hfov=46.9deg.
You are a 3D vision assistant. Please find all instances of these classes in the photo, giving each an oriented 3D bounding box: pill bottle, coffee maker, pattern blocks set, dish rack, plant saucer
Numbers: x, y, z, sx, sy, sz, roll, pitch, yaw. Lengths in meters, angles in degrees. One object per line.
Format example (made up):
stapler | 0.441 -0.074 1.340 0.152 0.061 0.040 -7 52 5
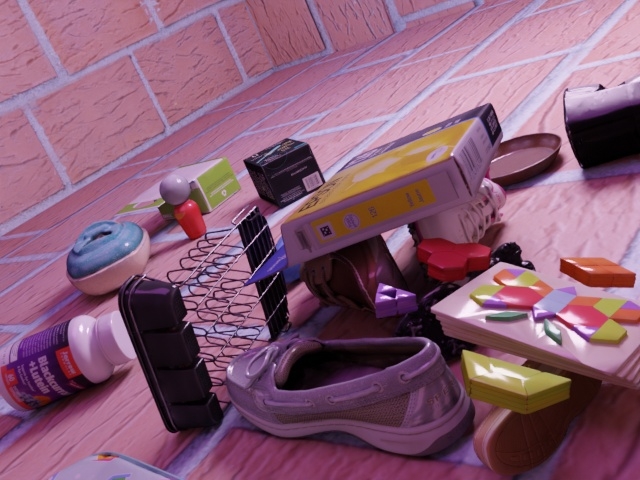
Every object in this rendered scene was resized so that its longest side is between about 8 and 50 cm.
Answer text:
pill bottle | -0.383 0.178 1.125 0.193 0.108 0.108 -23 20 6
coffee maker | 0.444 -0.176 1.053 0.178 0.120 0.171 -15 22 27
pattern blocks set | 0.207 0.067 0.664 0.324 0.026 0.285 10 25 24
dish rack | -0.125 0.086 0.936 0.074 0.208 0.271 -1 27 24
plant saucer | 0.317 -0.129 1.218 0.168 0.029 0.168 -21 19 8

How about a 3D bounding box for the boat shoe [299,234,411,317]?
boat shoe | 0.038 0.047 0.980 0.116 0.123 0.324 -29 10 -2

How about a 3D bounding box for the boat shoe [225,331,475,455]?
boat shoe | 0.008 0.140 0.772 0.320 0.103 0.118 0 31 48

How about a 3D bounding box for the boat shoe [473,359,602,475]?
boat shoe | 0.181 0.142 0.640 0.170 0.063 0.059 -27 15 -36

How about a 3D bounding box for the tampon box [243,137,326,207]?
tampon box | -0.082 -0.153 1.633 0.120 0.101 0.161 -28 19 -12

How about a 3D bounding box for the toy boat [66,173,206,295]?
toy boat | -0.409 -0.016 1.596 0.318 0.148 0.267 -29 20 -12

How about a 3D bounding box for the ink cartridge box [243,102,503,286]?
ink cartridge box | 0.069 -0.070 0.957 0.307 0.072 0.303 -18 15 25

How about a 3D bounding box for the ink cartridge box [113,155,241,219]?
ink cartridge box | -0.351 -0.098 1.822 0.188 0.097 0.255 -7 28 40

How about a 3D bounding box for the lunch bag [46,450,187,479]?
lunch bag | -0.207 0.308 0.587 0.224 0.108 0.279 2 34 42

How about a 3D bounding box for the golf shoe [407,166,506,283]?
golf shoe | 0.189 -0.039 1.018 0.140 0.115 0.306 -16 22 13

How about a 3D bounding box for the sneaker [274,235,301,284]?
sneaker | 0.000 0.000 1.199 0.082 0.069 0.209 -1 29 40

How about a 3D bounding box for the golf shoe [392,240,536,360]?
golf shoe | 0.153 0.076 0.840 0.198 0.077 0.094 -30 4 -22
